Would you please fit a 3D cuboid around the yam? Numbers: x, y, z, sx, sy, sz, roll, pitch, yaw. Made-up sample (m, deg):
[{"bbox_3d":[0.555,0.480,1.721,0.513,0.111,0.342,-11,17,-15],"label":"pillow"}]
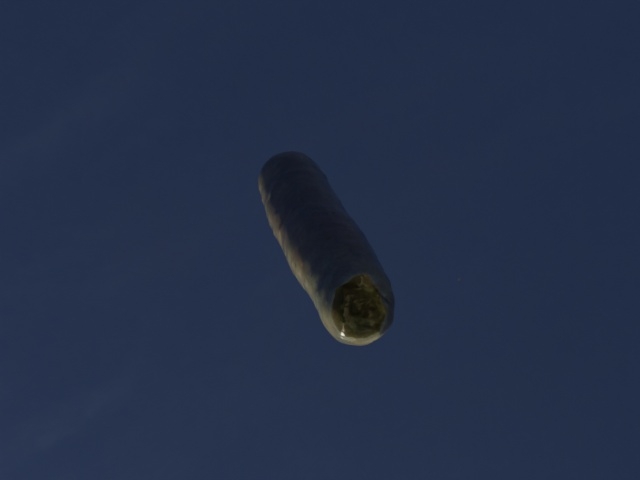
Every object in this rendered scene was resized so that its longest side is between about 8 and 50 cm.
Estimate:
[{"bbox_3d":[0.000,0.000,0.426,0.021,0.116,0.021,-3,-71,-9],"label":"yam"}]
